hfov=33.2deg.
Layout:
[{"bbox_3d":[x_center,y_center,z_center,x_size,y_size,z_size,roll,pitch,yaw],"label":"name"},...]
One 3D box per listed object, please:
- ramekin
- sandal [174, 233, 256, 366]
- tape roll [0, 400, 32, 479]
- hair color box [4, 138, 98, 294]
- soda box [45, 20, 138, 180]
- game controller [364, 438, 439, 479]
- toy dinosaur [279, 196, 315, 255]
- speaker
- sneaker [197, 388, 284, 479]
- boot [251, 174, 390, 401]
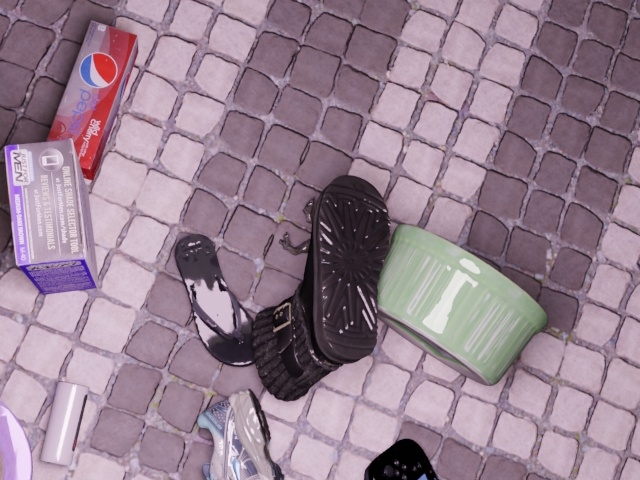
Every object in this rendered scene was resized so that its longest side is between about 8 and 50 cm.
[{"bbox_3d":[0.218,0.116,1.825,0.303,0.303,0.148,34,83,-1],"label":"ramekin"},{"bbox_3d":[-0.187,0.109,1.878,0.097,0.054,0.254,-27,84,-13],"label":"sandal"},{"bbox_3d":[-0.585,0.356,1.655,0.275,0.090,0.274,3,77,-14],"label":"tape roll"},{"bbox_3d":[-0.424,-0.028,1.720,0.110,0.339,0.185,-7,80,-11],"label":"hair color box"},{"bbox_3d":[-0.403,-0.247,1.898,0.092,0.083,0.263,18,77,-5],"label":"soda box"},{"bbox_3d":[0.185,0.499,1.828,0.166,0.067,0.319,-24,85,-45],"label":"game controller"},{"bbox_3d":[0.000,0.000,1.930,0.118,0.064,0.268,36,79,-8],"label":"toy dinosaur"},{"bbox_3d":[-0.430,0.308,1.801,0.055,0.055,0.136,12,77,-7],"label":"speaker"},{"bbox_3d":[-0.129,0.402,1.817,0.122,0.110,0.283,-19,72,5],"label":"sneaker"},{"bbox_3d":[-0.008,0.082,1.821,0.131,0.260,0.348,19,61,-20],"label":"boot"}]
